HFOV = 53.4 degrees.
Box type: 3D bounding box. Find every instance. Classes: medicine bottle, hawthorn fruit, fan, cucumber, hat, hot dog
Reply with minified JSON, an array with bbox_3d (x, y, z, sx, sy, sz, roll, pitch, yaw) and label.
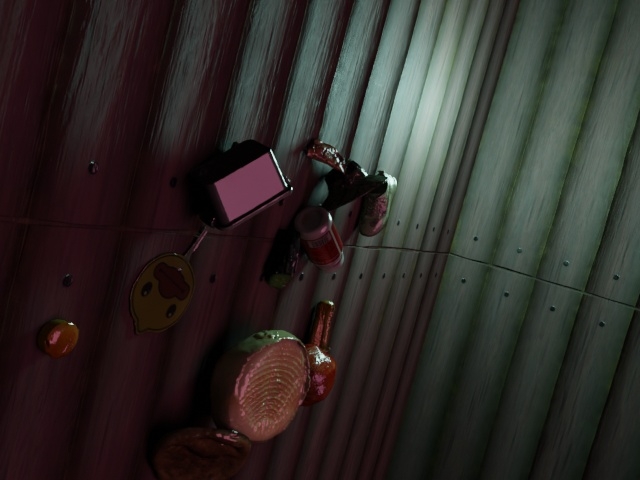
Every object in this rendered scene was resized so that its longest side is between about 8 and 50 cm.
[{"bbox_3d":[0.000,0.000,2.156,0.131,0.131,0.250,-59,150,-24],"label":"medicine bottle"},{"bbox_3d":[-0.032,0.471,2.298,0.253,0.205,0.205,-42,140,-51],"label":"hawthorn fruit"},{"bbox_3d":[-0.384,0.102,1.655,0.335,0.011,0.229,-59,149,-20],"label":"fan"},{"bbox_3d":[-0.120,0.059,2.033,0.115,0.086,0.193,-177,-74,-73],"label":"cucumber"},{"bbox_3d":[0.088,-0.203,2.172,0.265,0.265,0.128,-37,100,-48],"label":"hat"},{"bbox_3d":[-0.009,0.363,2.409,0.068,0.083,0.289,-137,-120,-78],"label":"hot dog"}]

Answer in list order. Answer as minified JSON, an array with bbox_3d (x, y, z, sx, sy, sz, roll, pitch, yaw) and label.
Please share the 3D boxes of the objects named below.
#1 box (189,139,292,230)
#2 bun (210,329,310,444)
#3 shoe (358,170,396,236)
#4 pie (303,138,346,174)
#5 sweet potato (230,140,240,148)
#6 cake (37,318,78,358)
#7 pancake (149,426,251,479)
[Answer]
[{"bbox_3d":[-0.210,-0.149,1.630,0.243,0.163,0.135,-32,126,-20],"label":"box"},{"bbox_3d":[-0.206,0.438,1.962,0.364,0.202,0.364,-23,120,-47],"label":"bun"},{"bbox_3d":[0.216,-0.147,2.499,0.098,0.103,0.275,39,66,-59],"label":"shoe"},{"bbox_3d":[0.018,-0.280,2.072,0.170,0.034,0.092,20,59,-29],"label":"pie"},{"bbox_3d":[-0.214,-0.182,1.755,0.065,0.051,0.218,-51,146,-40],"label":"sweet potato"},{"bbox_3d":[-0.562,0.210,1.363,0.084,0.044,0.084,-41,140,-47],"label":"cake"},{"bbox_3d":[-0.340,0.621,1.815,0.294,0.049,0.294,-10,132,-11],"label":"pancake"}]
